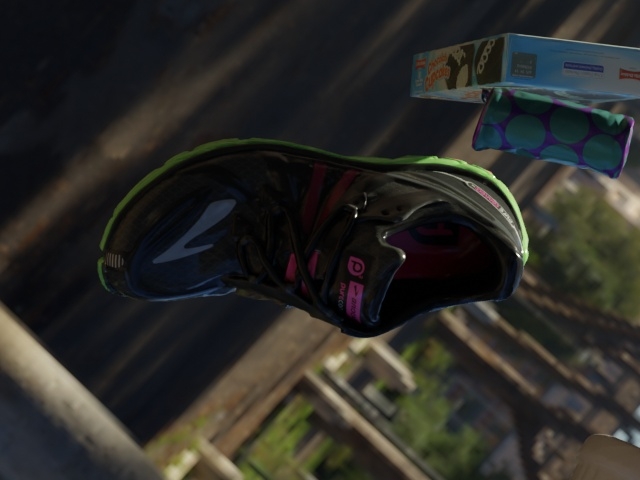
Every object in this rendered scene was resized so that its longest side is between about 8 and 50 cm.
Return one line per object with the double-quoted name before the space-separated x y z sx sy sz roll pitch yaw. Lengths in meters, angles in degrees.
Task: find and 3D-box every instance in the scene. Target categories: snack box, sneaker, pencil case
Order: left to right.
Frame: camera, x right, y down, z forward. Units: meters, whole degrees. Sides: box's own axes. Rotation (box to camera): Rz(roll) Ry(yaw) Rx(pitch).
"sneaker" 0.000 0.000 1.788 0.202 0.482 0.185 -112 -160 -61
"snack box" 0.247 -0.199 1.977 0.322 0.187 0.060 -172 -93 -74
"pencil case" 0.227 -0.105 1.608 0.070 0.151 0.064 100 3 -64

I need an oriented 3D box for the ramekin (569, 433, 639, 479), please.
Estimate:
"ramekin" 0.299 0.289 1.354 0.127 0.273 0.273 -53 172 -9
